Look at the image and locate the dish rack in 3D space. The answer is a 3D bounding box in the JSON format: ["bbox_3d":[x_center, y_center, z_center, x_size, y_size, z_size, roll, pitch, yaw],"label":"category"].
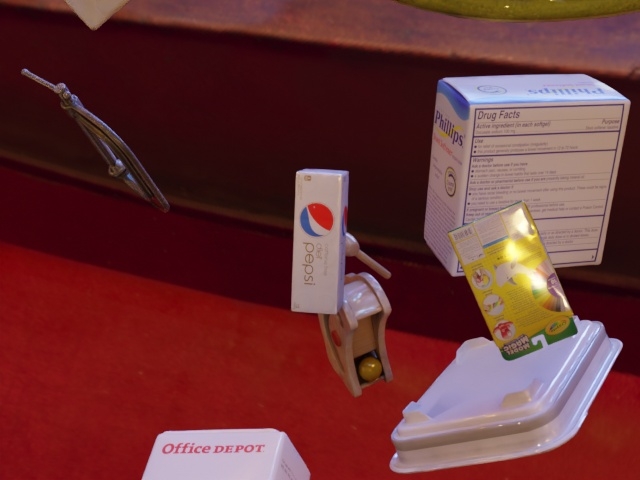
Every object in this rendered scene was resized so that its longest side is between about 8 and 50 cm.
[{"bbox_3d":[0.257,0.205,1.351,0.285,0.333,0.072,-20,98,36],"label":"dish rack"}]

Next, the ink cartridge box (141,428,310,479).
[{"bbox_3d":[-0.142,0.385,1.196,0.198,0.115,0.273,-6,44,22],"label":"ink cartridge box"}]

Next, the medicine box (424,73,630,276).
[{"bbox_3d":[0.321,-0.107,1.518,0.263,0.289,0.149,-4,25,-13],"label":"medicine box"}]

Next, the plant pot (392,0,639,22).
[{"bbox_3d":[0.114,-0.359,0.442,0.366,0.353,0.367,-8,53,11],"label":"plant pot"}]

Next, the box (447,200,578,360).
[{"bbox_3d":[0.241,0.052,1.181,0.105,0.043,0.179,-23,89,8],"label":"box"}]

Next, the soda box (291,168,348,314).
[{"bbox_3d":[0.000,0.000,1.449,0.073,0.069,0.216,4,99,10],"label":"soda box"}]

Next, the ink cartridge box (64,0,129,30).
[{"bbox_3d":[-0.194,-0.239,0.747,0.061,0.104,0.181,-40,26,5],"label":"ink cartridge box"}]

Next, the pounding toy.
[{"bbox_3d":[0.087,0.119,1.597,0.154,0.270,0.154,-21,24,-18],"label":"pounding toy"}]

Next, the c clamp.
[{"bbox_3d":[-0.206,-0.092,0.917,0.137,0.161,0.022,31,71,36],"label":"c clamp"}]
